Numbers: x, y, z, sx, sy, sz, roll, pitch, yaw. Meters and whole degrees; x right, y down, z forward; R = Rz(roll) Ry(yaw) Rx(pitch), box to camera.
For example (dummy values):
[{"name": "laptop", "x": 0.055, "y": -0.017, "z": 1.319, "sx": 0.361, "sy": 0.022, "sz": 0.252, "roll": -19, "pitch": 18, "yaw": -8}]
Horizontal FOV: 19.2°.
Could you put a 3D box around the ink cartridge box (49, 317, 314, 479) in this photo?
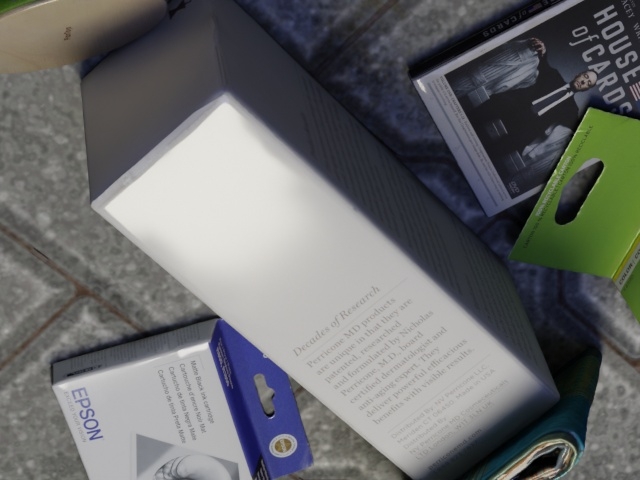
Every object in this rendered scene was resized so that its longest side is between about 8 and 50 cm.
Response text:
[{"name": "ink cartridge box", "x": -0.133, "y": 0.189, "z": 1.900, "sx": 0.224, "sy": 0.045, "sz": 0.223, "roll": -17, "pitch": 123, "yaw": 0}]

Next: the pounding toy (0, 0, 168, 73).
[{"name": "pounding toy", "x": -0.215, "y": -0.232, "z": 1.576, "sx": 0.183, "sy": 0.110, "sz": 0.237, "roll": -9, "pitch": 168, "yaw": -39}]

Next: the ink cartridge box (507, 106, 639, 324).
[{"name": "ink cartridge box", "x": 0.337, "y": -0.004, "z": 1.813, "sx": 0.255, "sy": 0.097, "sz": 0.189, "roll": 11, "pitch": 122, "yaw": -26}]

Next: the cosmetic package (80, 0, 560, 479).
[{"name": "cosmetic package", "x": 0.000, "y": 0.000, "z": 1.697, "sx": 0.161, "sy": 0.230, "sz": 0.453, "roll": -39, "pitch": 120, "yaw": 15}]

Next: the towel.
[{"name": "towel", "x": 0.156, "y": 0.223, "z": 1.806, "sx": 0.271, "sy": 0.370, "sz": 0.040, "roll": -38, "pitch": 89, "yaw": 15}]

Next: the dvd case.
[{"name": "dvd case", "x": 0.224, "y": -0.143, "z": 1.766, "sx": 0.238, "sy": 0.029, "sz": 0.179, "roll": -27, "pitch": 123, "yaw": 8}]
